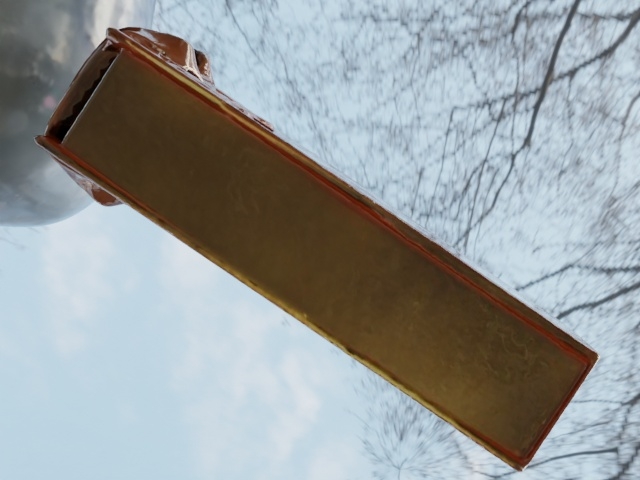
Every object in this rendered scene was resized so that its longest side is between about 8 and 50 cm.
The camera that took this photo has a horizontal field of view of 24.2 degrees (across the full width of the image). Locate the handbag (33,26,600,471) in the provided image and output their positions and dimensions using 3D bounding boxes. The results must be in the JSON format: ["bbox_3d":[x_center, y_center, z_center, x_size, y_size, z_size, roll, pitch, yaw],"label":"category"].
[{"bbox_3d":[0.000,0.000,0.520,0.190,0.127,0.063,35,-86,2],"label":"handbag"}]

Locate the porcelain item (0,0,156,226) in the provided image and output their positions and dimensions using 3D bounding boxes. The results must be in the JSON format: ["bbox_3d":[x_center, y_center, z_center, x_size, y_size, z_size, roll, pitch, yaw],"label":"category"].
[{"bbox_3d":[-0.127,-0.110,0.633,0.141,0.141,0.259,21,-105,6],"label":"porcelain item"}]
